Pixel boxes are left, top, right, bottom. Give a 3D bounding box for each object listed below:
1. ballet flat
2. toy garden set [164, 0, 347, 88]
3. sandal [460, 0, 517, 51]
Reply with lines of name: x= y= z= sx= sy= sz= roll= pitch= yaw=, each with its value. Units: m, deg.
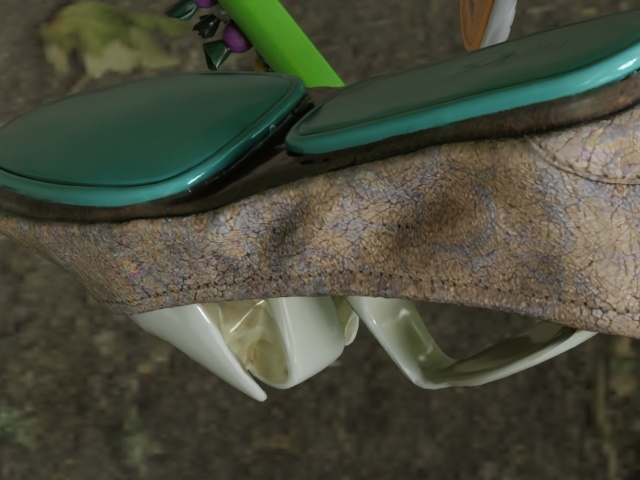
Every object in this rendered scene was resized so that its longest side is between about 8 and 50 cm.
ballet flat: x=0.000 y=0.000 z=0.642 sx=0.107 sy=0.316 sz=0.106 roll=-36 pitch=113 yaw=-37
toy garden set: x=0.000 y=-0.054 z=0.990 sx=0.049 sy=0.244 sz=0.204 roll=-38 pitch=87 yaw=3
sandal: x=0.095 y=-0.201 z=1.289 sx=0.076 sy=0.265 sz=0.102 roll=-4 pitch=59 yaw=-8
